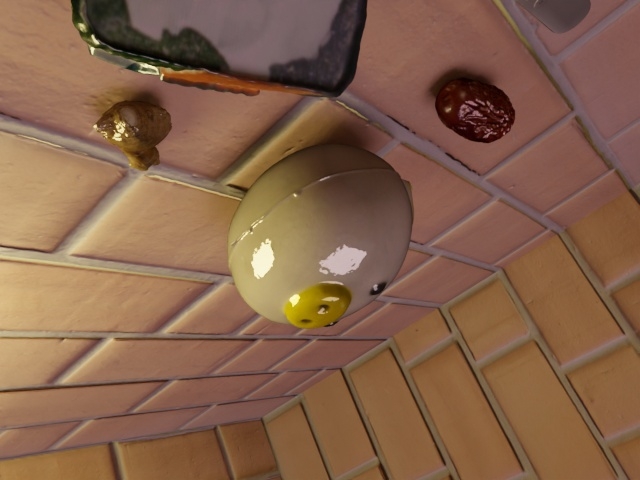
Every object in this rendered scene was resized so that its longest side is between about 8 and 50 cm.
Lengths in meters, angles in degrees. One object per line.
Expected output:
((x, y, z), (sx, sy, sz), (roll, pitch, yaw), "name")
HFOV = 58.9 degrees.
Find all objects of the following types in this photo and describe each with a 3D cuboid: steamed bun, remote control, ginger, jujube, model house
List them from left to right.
((-0.257, -0.155, 0.823), (0.096, 0.067, 0.165), (-23, 168, -4), "ginger")
((-0.138, -0.260, 0.600), (0.271, 0.190, 0.300), (1, -171, -34), "model house")
((-0.002, -0.006, 1.050), (0.333, 0.334, 0.374), (0, 151, -42), "steamed bun")
((0.290, -0.245, 1.070), (0.176, 0.112, 0.109), (3, 111, -41), "jujube")
((0.382, -0.408, 0.944), (0.244, 0.022, 0.077), (6, 143, -46), "remote control")
